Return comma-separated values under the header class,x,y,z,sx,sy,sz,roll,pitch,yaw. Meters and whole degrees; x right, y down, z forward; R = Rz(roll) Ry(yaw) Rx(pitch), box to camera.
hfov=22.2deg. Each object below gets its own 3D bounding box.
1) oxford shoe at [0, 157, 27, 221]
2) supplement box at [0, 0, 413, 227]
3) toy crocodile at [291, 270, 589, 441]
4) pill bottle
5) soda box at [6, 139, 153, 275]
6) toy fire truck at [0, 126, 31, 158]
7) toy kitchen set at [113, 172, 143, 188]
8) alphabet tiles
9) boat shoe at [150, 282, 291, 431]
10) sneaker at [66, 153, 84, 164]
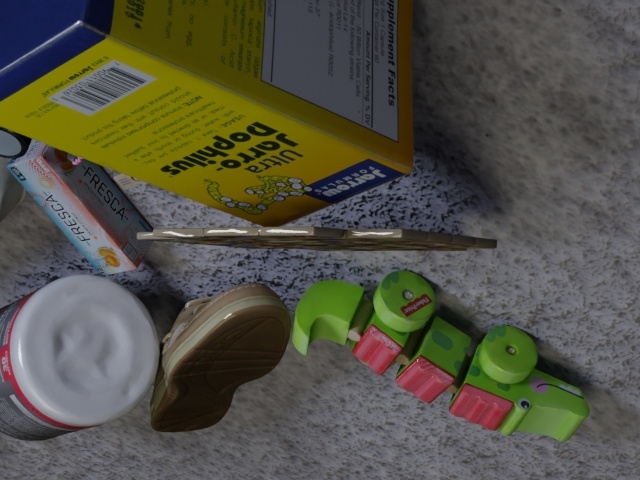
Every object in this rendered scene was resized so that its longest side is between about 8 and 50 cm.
class,x,y,z,sx,sy,sz,roll,pitch,yaw
oxford shoe,-0.495,0.000,1.951,0.169,0.130,0.449,39,139,-16
supplement box,-0.107,-0.170,1.398,0.356,0.194,0.195,22,150,-38
toy crocodile,0.132,0.135,1.789,0.340,0.105,0.115,27,142,-3
pill bottle,-0.331,0.151,1.976,0.176,0.176,0.318,38,154,-16
soda box,-0.267,-0.044,1.837,0.063,0.058,0.183,-11,129,37
toy fire truck,-0.328,-0.231,1.610,0.246,0.158,0.217,36,142,-30
toy kitchen set,-0.213,-0.091,1.746,0.075,0.068,0.083,-16,126,40
alphabet tiles,0.000,0.000,1.600,0.285,0.011,0.342,-1,177,28
boat shoe,-0.132,0.118,1.890,0.121,0.110,0.341,3,153,-24
sneaker,-0.256,-0.132,1.748,0.057,0.047,0.119,32,134,2
